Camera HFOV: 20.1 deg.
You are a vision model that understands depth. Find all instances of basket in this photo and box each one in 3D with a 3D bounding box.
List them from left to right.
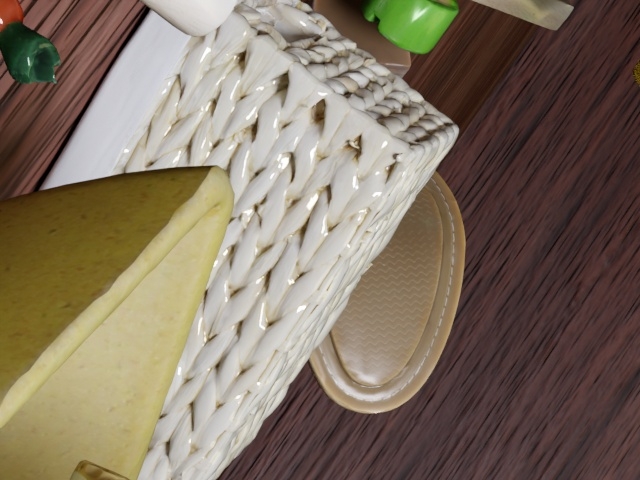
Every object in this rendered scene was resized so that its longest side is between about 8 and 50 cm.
[{"bbox_3d":[-0.038,-0.002,0.647,0.167,0.103,0.113,-56,174,15],"label":"basket"}]

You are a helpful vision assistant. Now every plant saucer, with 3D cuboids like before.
[{"bbox_3d":[-0.167,0.158,0.463,0.333,0.081,0.333,-49,166,-48],"label":"plant saucer"}]

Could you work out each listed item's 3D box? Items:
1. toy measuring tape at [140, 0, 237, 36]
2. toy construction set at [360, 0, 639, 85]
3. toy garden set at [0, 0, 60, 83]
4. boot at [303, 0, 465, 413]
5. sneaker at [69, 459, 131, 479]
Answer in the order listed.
[{"bbox_3d":[0.072,-0.177,0.405,0.330,0.121,0.121,-56,175,2],"label":"toy measuring tape"},{"bbox_3d":[0.104,-0.122,0.622,0.237,0.257,0.309,-44,172,24],"label":"toy construction set"},{"bbox_3d":[-0.054,-0.081,0.272,0.203,0.049,0.244,-56,175,8],"label":"toy garden set"},{"bbox_3d":[0.000,0.000,0.794,0.152,0.073,0.197,130,-37,-60],"label":"boot"},{"bbox_3d":[-0.057,0.126,0.490,0.185,0.070,0.084,100,16,-62],"label":"sneaker"}]
